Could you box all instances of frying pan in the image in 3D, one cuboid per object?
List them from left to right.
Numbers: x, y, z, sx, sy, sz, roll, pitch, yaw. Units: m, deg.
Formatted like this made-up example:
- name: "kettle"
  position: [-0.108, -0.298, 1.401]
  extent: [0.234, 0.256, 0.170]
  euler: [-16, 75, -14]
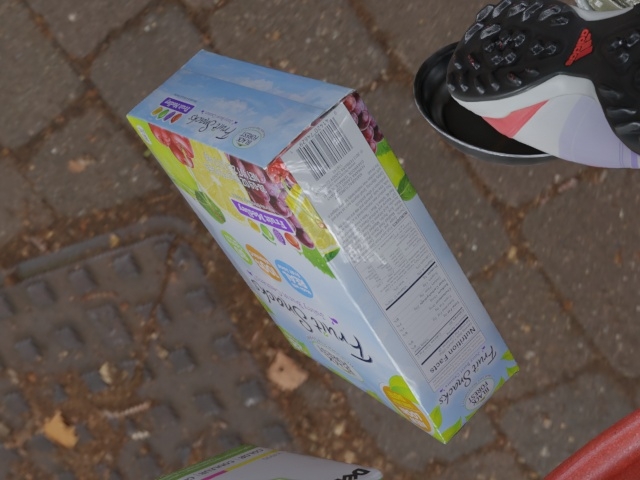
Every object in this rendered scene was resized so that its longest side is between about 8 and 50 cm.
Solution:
- name: "frying pan"
  position: [0.235, -0.169, 1.260]
  extent: [0.197, 0.326, 0.053]
  euler: [35, 142, 30]

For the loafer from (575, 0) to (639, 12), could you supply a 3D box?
- name: "loafer"
  position: [0.425, -0.339, 1.693]
  extent: [0.251, 0.094, 0.087]
  euler: [19, 144, -42]

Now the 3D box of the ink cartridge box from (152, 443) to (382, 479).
- name: "ink cartridge box"
  position: [-0.008, 0.219, 0.806]
  extent: [0.255, 0.188, 0.097]
  euler: [2, 99, 37]

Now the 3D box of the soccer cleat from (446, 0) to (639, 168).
- name: "soccer cleat"
  position: [0.209, -0.090, 0.782]
  extent: [0.116, 0.318, 0.109]
  euler: [30, 85, -30]

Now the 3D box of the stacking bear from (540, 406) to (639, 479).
- name: "stacking bear"
  position: [0.242, 0.228, 0.625]
  extent: [0.289, 0.164, 0.175]
  euler: [50, 167, -3]

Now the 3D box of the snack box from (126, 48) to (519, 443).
- name: "snack box"
  position: [0.000, 0.000, 0.707]
  extent: [0.174, 0.070, 0.207]
  euler: [24, 154, 56]
